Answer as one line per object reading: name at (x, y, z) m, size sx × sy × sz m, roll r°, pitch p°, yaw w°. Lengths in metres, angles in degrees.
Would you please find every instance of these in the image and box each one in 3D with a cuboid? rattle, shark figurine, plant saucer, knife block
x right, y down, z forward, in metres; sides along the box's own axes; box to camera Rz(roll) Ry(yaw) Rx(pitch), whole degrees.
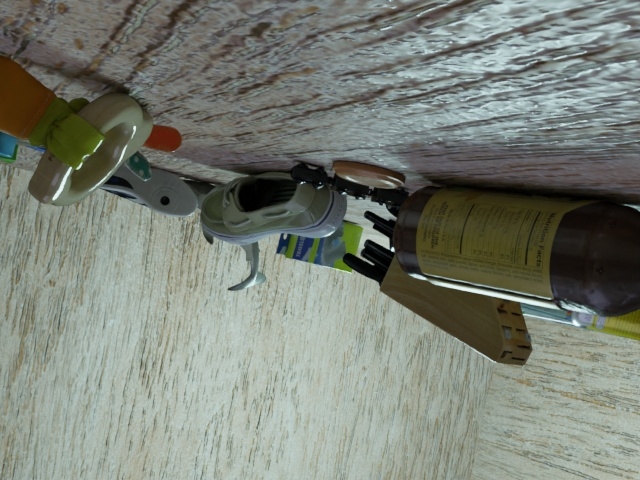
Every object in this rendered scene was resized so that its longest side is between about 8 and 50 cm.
rattle at (-0.239, -0.116, 0.737) m, size 0.142 × 0.130 × 0.200 m, roll 23°, pitch -154°, yaw 8°
shark figurine at (-0.160, -0.034, 1.492) m, size 0.166 × 0.278 × 0.116 m, roll -25°, pitch -166°, yaw 38°
plant saucer at (0.053, -0.072, 0.836) m, size 0.083 × 0.013 × 0.083 m, roll 12°, pitch 178°, yaw 0°
knife block at (0.149, 0.069, 1.071) m, size 0.242 × 0.276 × 0.088 m, roll -26°, pitch 154°, yaw 34°

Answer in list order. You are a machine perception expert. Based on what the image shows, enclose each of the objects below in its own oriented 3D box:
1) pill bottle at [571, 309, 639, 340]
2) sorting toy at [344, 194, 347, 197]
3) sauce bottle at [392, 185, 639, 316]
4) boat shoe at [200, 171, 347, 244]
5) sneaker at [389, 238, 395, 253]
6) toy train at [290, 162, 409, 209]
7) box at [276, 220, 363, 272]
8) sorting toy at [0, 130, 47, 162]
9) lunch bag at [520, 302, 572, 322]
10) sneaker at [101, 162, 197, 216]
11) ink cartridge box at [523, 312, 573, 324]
pill bottle at (0.521, 0.104, 1.198) m, size 0.215 × 0.117 × 0.117 m, roll 12°, pitch 177°, yaw 18°
sorting toy at (-0.006, -0.072, 1.143) m, size 0.062 × 0.012 × 0.083 m, roll 14°, pitch 177°, yaw -32°
sauce bottle at (0.233, 0.013, 0.715) m, size 0.344 × 0.111 × 0.111 m, roll 12°, pitch 177°, yaw 42°
boat shoe at (-0.091, -0.060, 1.094) m, size 0.302 × 0.109 × 0.094 m, roll -3°, pitch 152°, yaw 46°
sneaker at (0.174, -0.004, 1.451) m, size 0.075 × 0.057 × 0.161 m, roll -5°, pitch 173°, yaw 10°
toy train at (0.039, -0.065, 0.913) m, size 0.158 × 0.027 × 0.036 m, roll 14°, pitch -179°, yaw -13°
box at (0.000, 0.000, 1.632) m, size 0.178 × 0.109 × 0.042 m, roll 14°, pitch -179°, yaw -29°
sorting toy at (-0.515, -0.158, 1.077) m, size 0.196 × 0.047 × 0.347 m, roll 4°, pitch 171°, yaw 24°
lunch bag at (0.355, 0.071, 1.359) m, size 0.279 × 0.108 × 0.224 m, roll 14°, pitch 180°, yaw -30°
sneaker at (-0.343, -0.108, 1.445) m, size 0.217 × 0.079 × 0.121 m, roll 22°, pitch 179°, yaw -13°
ink cartridge box at (0.556, 0.126, 1.539) m, size 0.201 × 0.117 × 0.278 m, roll 14°, pitch 177°, yaw -28°
